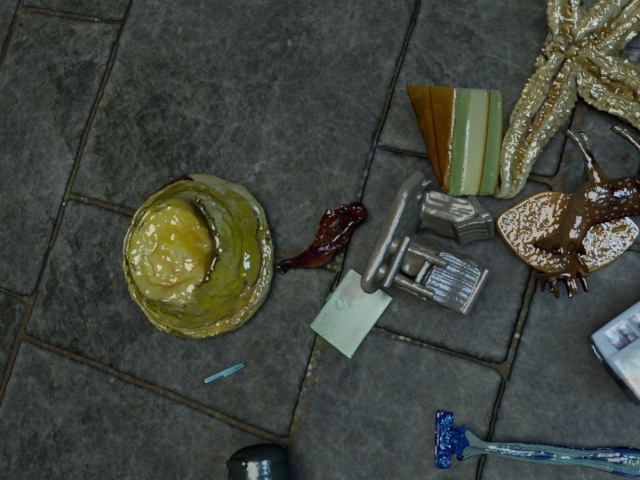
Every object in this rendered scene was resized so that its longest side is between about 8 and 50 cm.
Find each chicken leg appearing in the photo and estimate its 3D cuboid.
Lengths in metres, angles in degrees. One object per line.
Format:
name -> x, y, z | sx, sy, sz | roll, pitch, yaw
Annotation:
chicken leg -> 0.004, 0.003, 1.036 | 0.205, 0.053, 0.093 | -43, 48, 0

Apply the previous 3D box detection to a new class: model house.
model house -> 0.195, 0.018, 0.934 | 0.188, 0.122, 0.229 | 23, 84, 16

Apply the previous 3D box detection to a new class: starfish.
starfish -> 0.473, -0.259, 0.912 | 0.324, 0.082, 0.431 | 11, 92, 12

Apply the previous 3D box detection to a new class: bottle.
bottle -> -0.090, 0.519, 0.929 | 0.144, 0.144, 0.335 | -11, 78, 16

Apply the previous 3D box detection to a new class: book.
book -> 0.053, 0.131, 1.014 | 0.103, 0.017, 0.135 | 36, 93, 19

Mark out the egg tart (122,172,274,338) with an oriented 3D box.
egg tart -> -0.260, 0.023, 1.075 | 0.346, 0.132, 0.344 | -3, 81, 20

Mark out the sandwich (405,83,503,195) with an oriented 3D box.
sandwich -> 0.227, -0.178, 0.965 | 0.117, 0.144, 0.187 | -3, 102, -23

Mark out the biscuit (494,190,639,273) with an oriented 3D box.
biscuit -> 0.401, -0.011, 0.911 | 0.221, 0.029, 0.141 | 0, 92, 12

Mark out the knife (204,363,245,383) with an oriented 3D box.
knife -> -0.185, 0.258, 1.075 | 0.091, 0.005, 0.014 | -26, 73, 11

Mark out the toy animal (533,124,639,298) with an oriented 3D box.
toy animal -> 0.437, -0.049, 0.844 | 0.244, 0.087, 0.259 | -11, 86, 14

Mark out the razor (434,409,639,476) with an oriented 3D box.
razor -> 0.343, 0.334, 0.870 | 0.325, 0.056, 0.093 | 1, 80, 17

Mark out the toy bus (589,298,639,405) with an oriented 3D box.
toy bus -> 0.568, 0.106, 0.813 | 0.330, 0.109, 0.135 | -38, 61, 8
